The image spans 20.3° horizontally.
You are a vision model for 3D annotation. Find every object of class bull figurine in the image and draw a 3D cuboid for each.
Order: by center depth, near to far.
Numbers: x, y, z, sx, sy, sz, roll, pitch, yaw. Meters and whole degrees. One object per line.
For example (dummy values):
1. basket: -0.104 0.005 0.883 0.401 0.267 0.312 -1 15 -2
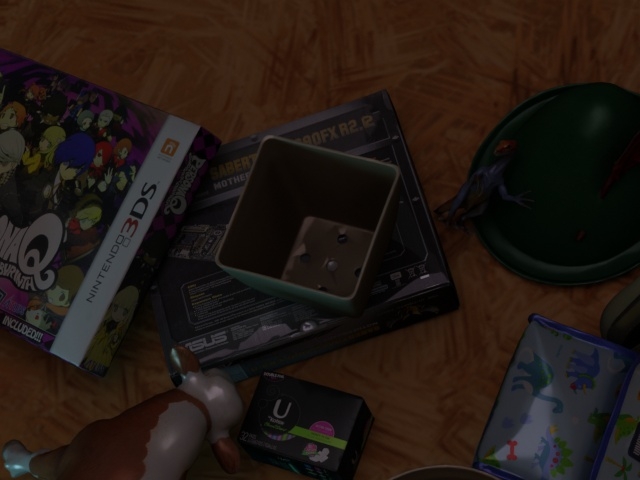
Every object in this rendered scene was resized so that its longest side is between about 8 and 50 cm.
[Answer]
1. bull figurine: -0.167 0.209 1.283 0.188 0.101 0.310 -19 35 41

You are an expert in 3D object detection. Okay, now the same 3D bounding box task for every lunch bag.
1. lunch bag: 0.197 0.142 1.289 0.151 0.096 0.128 22 73 6

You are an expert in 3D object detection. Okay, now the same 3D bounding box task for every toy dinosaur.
1. toy dinosaur: 0.121 -0.046 1.376 0.090 0.047 0.082 36 101 51

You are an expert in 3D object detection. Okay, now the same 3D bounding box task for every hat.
1. hat: 0.199 -0.088 1.334 0.208 0.183 0.173 -39 65 -7

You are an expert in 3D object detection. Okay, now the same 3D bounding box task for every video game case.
1. video game case: -0.218 -0.027 1.430 0.232 0.042 0.210 23 83 32

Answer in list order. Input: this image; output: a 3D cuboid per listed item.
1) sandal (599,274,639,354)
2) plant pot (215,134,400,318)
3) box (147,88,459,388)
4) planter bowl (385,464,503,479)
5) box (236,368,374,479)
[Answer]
1. sandal: 0.322 -0.028 1.326 0.303 0.120 0.086 -34 51 -4
2. plant pot: 0.000 0.000 1.321 0.109 0.096 0.109 15 71 18
3. box: -0.027 0.002 1.412 0.231 0.056 0.183 -19 63 3
4. planter bowl: 0.092 0.250 1.249 0.162 0.109 0.162 -5 66 10
5. box: -0.010 0.143 1.349 0.083 0.052 0.062 14 71 18
